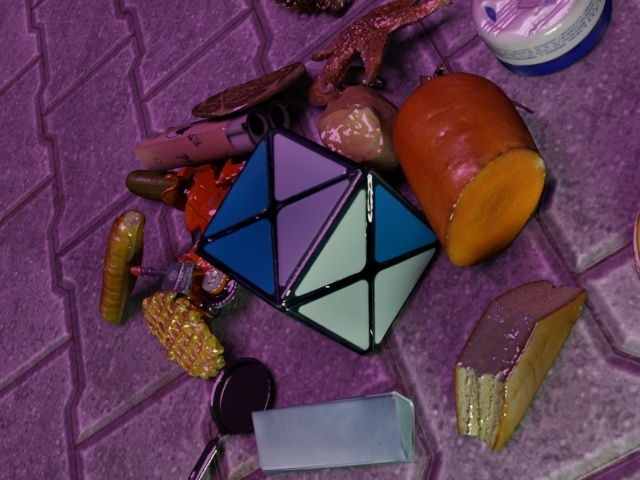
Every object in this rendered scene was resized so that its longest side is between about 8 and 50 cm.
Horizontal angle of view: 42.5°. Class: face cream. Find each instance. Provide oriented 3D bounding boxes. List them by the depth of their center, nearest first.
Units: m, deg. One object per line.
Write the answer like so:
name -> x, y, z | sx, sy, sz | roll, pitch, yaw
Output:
face cream -> 0.350, -0.378, 1.318 | 0.205, 0.111, 0.206 | -19, 57, 32

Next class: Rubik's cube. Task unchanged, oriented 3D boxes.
Rubik's cube -> 0.000, 0.000, 1.296 | 0.248, 0.250, 0.246 | 28, 86, 45

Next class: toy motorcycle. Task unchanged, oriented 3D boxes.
toy motorcycle -> -0.218, -0.016, 1.546 | 0.221, 0.148, 0.326 | 2, 67, 29

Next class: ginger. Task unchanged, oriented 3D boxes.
ginger -> 0.072, -0.187, 1.406 | 0.138, 0.152, 0.267 | -47, 15, 11

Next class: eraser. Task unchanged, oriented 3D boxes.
eraser -> -0.212, -0.207, 1.649 | 0.290, 0.087, 0.171 | -6, 19, 36

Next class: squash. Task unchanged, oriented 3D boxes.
squash -> -0.323, -0.114, 1.731 | 0.252, 0.066, 0.066 | 7, 72, 40

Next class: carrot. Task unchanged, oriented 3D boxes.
carrot -> 0.215, -0.148, 1.240 | 0.214, 0.193, 0.331 | -39, 49, 19

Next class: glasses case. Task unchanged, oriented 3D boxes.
glasses case -> 0.020, 0.296, 1.267 | 0.266, 0.056, 0.105 | -15, 83, 32

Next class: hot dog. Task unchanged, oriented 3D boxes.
hot dog -> -0.392, 0.054, 1.602 | 0.083, 0.068, 0.289 | -64, -1, -49

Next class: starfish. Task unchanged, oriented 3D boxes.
starfish -> 0.097, -0.375, 1.488 | 0.302, 0.060, 0.299 | -38, 25, -4

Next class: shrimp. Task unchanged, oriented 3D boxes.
shrimp -> 0.048, -0.291, 1.549 | 0.190, 0.042, 0.101 | 8, 64, 44

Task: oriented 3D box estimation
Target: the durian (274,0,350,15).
durian -> -0.028, -0.606, 1.764 | 0.198, 0.163, 0.394 | -14, 54, -15

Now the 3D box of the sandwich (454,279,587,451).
sandwich -> 0.259, 0.155, 1.120 | 0.094, 0.096, 0.258 | 22, 79, 48

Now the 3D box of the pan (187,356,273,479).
pan -> -0.158, 0.311, 1.403 | 0.136, 0.028, 0.235 | 21, 78, 43

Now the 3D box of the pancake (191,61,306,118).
pancake -> -0.140, -0.293, 1.619 | 0.250, 0.031, 0.250 | -20, 18, 7

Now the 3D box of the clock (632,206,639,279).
clock -> 0.485, -0.011, 1.015 | 0.237, 0.057, 0.237 | -18, 65, 45

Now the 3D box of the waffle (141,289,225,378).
waffle -> -0.246, 0.169, 1.466 | 0.191, 0.191, 0.038 | 7, 34, 40
